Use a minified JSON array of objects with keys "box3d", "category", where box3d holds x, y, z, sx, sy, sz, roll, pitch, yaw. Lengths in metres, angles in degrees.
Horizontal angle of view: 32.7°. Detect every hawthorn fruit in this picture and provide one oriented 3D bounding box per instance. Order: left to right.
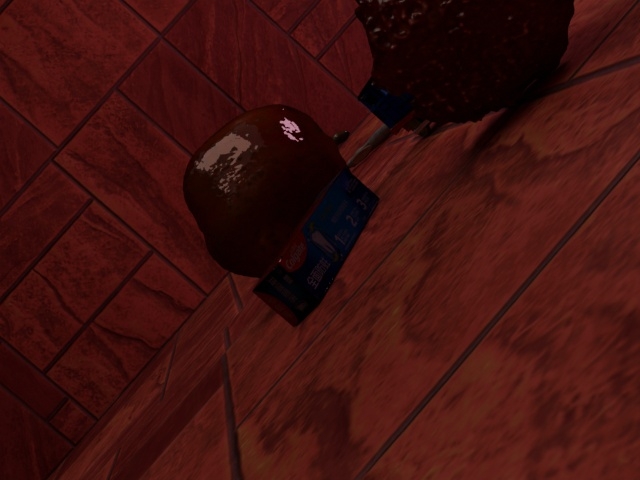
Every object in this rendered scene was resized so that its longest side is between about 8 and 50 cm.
[{"box3d":[-0.071,-0.086,1.770,0.300,0.275,0.275,-37,5,-1],"category":"hawthorn fruit"}]

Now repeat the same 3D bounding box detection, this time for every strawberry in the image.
[{"box3d":[0.165,-0.264,1.212,0.257,0.261,0.261,-25,16,27],"category":"strawberry"}]

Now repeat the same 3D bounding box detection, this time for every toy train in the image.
[{"box3d":[0.150,-0.238,1.714,0.083,0.131,0.204,-50,6,-20],"category":"toy train"}]

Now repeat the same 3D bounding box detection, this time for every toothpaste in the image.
[{"box3d":[0.001,0.000,1.512,0.066,0.076,0.320,-45,6,32],"category":"toothpaste"}]

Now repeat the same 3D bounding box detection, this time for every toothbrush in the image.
[{"box3d":[0.094,-0.193,2.403,0.375,0.028,0.037,-42,14,54],"category":"toothbrush"}]
